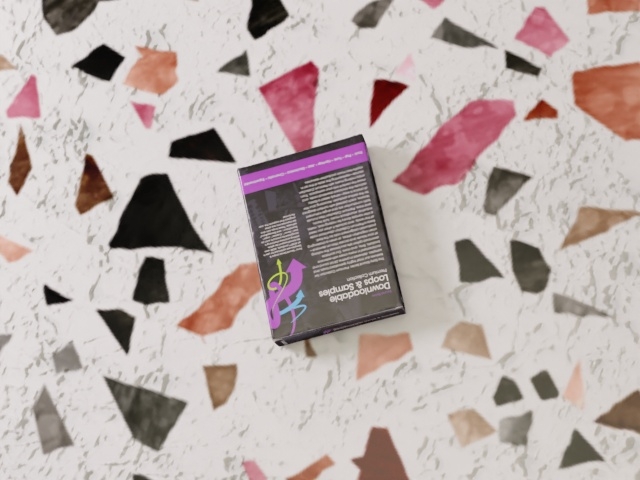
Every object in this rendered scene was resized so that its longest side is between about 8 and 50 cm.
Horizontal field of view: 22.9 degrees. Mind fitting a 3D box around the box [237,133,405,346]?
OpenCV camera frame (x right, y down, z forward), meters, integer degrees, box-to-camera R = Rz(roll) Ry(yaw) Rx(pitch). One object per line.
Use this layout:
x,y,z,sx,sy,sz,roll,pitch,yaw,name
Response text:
0.000,0.000,1.358,0.116,0.029,0.162,-15,70,8,box
